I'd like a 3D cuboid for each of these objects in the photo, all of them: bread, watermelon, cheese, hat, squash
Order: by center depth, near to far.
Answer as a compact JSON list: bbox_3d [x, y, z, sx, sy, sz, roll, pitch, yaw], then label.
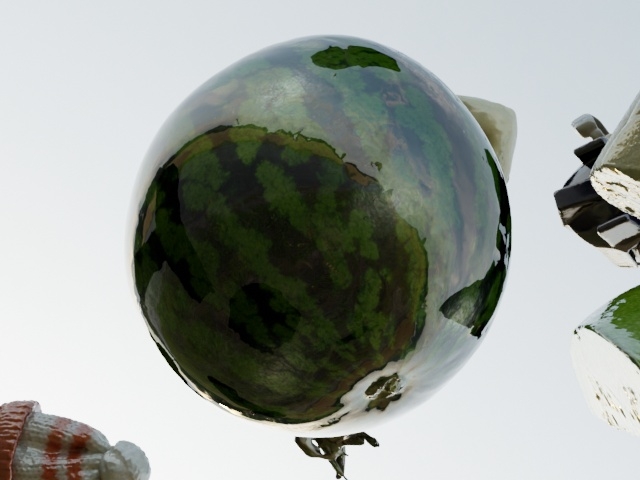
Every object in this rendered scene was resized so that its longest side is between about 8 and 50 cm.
[{"bbox_3d":[0.000,0.000,0.855,0.285,0.285,0.285,18,-54,27],"label":"watermelon"},{"bbox_3d":[0.239,0.109,0.906,0.203,0.288,0.111,-27,-90,34],"label":"squash"},{"bbox_3d":[-0.241,0.217,1.134,0.162,0.093,0.112,4,-82,6],"label":"hat"},{"bbox_3d":[0.355,-0.090,1.146,0.134,0.148,0.141,32,-94,19],"label":"bread"},{"bbox_3d":[0.168,-0.069,1.561,0.159,0.093,0.263,11,-99,11],"label":"cheese"}]

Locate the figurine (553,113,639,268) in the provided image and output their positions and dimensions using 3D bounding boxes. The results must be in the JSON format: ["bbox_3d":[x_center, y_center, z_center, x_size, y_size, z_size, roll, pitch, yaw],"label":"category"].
[{"bbox_3d":[0.394,-0.034,1.412,0.308,0.308,0.143,42,-77,8],"label":"figurine"}]

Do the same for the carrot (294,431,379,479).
[{"bbox_3d":[0.053,0.097,1.335,0.214,0.331,0.193,18,-18,34],"label":"carrot"}]
